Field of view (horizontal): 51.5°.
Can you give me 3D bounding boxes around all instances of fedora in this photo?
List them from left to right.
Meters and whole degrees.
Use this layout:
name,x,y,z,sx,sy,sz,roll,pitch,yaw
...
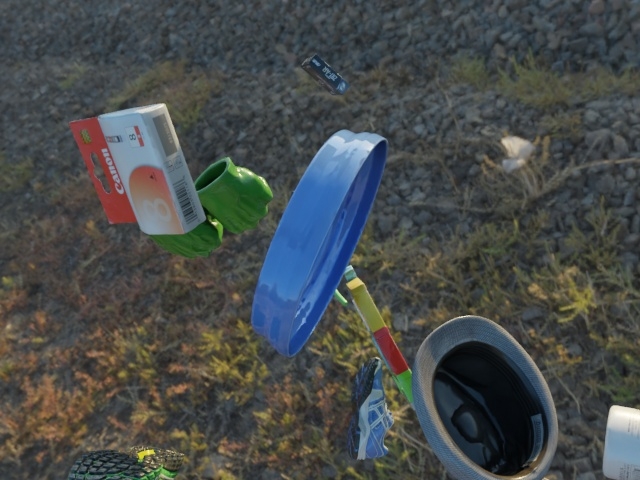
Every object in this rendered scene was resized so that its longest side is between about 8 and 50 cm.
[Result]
name,x,y,z,sx,sy,sz,roll,pitch,yaw
fedora,0.240,0.270,1.055,0.243,0.124,0.275,-33,81,-31

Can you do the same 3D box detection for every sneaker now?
name,x,y,z,sx,sy,sz,roll,pitch,yaw
sneaker,-0.338,0.454,1.183,0.134,0.343,0.146,6,76,12
sneaker,0.110,0.352,1.393,0.080,0.081,0.211,159,120,-75

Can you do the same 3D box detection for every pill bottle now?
name,x,y,z,sx,sy,sz,roll,pitch,yaw
pill bottle,0.627,0.377,1.169,0.229,0.131,0.131,6,52,27

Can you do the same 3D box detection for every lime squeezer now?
name,x,y,z,sx,sy,sz,roll,pitch,yaw
lime squeezer,0.035,0.096,1.950,0.059,0.109,0.310,-61,7,28

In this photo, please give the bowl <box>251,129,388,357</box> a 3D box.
name,x,y,z,sx,sy,sz,roll,pitch,yaw
bowl,0.000,0.000,1.097,0.077,0.391,0.391,23,59,9

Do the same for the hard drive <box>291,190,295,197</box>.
name,x,y,z,sx,sy,sz,roll,pitch,yaw
hard drive,-0.029,-0.088,1.940,0.094,0.022,0.135,-5,62,-11

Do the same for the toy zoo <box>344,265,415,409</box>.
name,x,y,z,sx,sy,sz,roll,pitch,yaw
toy zoo,0.117,0.185,1.311,0.030,0.192,0.293,-28,84,-2

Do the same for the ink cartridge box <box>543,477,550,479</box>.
name,x,y,z,sx,sy,sz,roll,pitch,yaw
ink cartridge box,0.550,0.576,1.425,0.238,0.275,0.060,21,80,20

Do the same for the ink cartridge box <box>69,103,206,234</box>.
name,x,y,z,sx,sy,sz,roll,pitch,yaw
ink cartridge box,-0.231,-0.079,0.785,0.179,0.146,0.045,-2,25,33

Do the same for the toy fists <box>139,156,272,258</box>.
name,x,y,z,sx,sy,sz,roll,pitch,yaw
toy fists,-0.222,-0.056,1.330,0.279,0.142,0.096,-30,36,25

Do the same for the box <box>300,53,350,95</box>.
name,x,y,z,sx,sy,sz,roll,pitch,yaw
box,0.006,-0.240,0.965,0.018,0.067,0.083,-50,16,3
